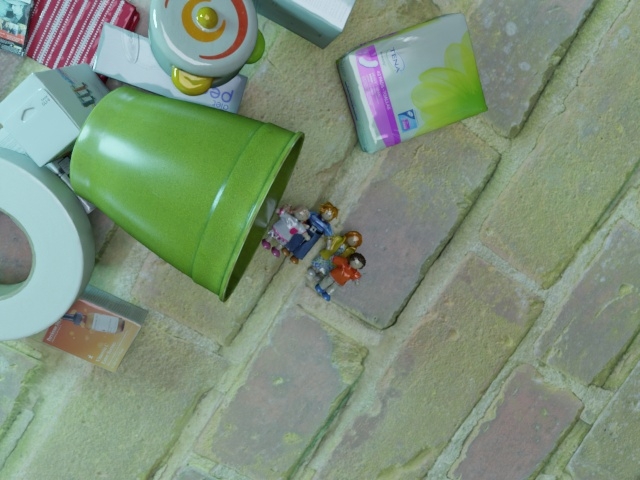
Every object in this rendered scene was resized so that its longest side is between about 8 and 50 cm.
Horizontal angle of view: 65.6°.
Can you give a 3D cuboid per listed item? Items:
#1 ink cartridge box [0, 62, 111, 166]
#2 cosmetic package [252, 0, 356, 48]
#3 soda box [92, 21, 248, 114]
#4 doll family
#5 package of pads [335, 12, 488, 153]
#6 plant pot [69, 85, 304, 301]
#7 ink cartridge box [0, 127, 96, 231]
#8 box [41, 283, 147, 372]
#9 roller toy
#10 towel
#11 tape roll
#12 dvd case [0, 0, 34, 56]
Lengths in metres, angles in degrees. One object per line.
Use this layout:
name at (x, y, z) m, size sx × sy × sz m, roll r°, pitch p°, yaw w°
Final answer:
ink cartridge box at (-0.495, -0.245, 0.959) m, size 0.128 × 0.176 × 0.127 m, roll -30°, pitch 107°, yaw 20°
cosmetic package at (-0.048, -0.504, 0.969) m, size 0.224 × 0.224 × 0.138 m, roll 22°, pitch 98°, yaw -14°
soda box at (-0.300, -0.338, 1.015) m, size 0.286 × 0.091 × 0.098 m, roll 16°, pitch 100°, yaw -21°
doll family at (0.000, 0.000, 1.156) m, size 0.263 × 0.118 × 0.163 m, roll 41°, pitch 111°, yaw -11°
package of pads at (0.201, -0.352, 1.110) m, size 0.296 × 0.101 × 0.229 m, roll -21°, pitch 106°, yaw -5°
plant pot at (-0.266, -0.121, 0.981) m, size 0.352 × 0.366 × 0.367 m, roll 26°, pitch 97°, yaw -2°
ink cartridge box at (-0.578, -0.119, 1.019) m, size 0.160 × 0.093 × 0.220 m, roll -31°, pitch 107°, yaw 14°
box at (-0.502, 0.192, 1.117) m, size 0.170 × 0.091 × 0.130 m, roll 28°, pitch 97°, yaw -14°
roller toy at (-0.217, -0.385, 0.908) m, size 0.209 × 0.146 × 0.191 m, roll -39°, pitch 105°, yaw -13°
towel at (-0.530, -0.450, 1.001) m, size 0.274 × 0.031 × 0.199 m, roll 29°, pitch 98°, yaw -12°
tape roll at (-0.645, 0.011, 0.960) m, size 0.391 × 0.072 × 0.393 m, roll -1°, pitch 110°, yaw -3°
dvd case at (-0.616, -0.434, 0.973) m, size 0.087 × 0.013 × 0.120 m, roll 16°, pitch 103°, yaw -10°
